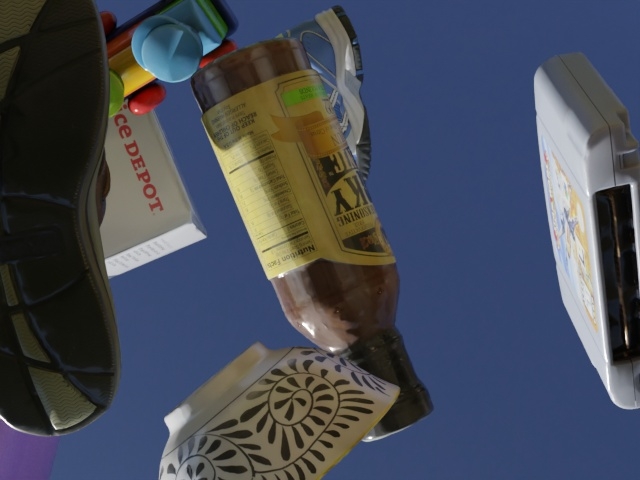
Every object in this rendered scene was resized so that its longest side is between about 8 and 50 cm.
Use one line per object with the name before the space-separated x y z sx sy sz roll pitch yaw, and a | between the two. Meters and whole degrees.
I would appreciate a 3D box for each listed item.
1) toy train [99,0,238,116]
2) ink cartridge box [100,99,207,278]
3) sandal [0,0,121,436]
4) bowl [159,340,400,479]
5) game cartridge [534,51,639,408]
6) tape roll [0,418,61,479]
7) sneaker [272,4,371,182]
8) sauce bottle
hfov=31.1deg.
toy train | -0.201 -0.151 1.084 0.105 0.248 0.143 56 -163 -19
ink cartridge box | -0.311 -0.052 1.280 0.308 0.129 0.223 -23 -99 -1
sandal | -0.188 -0.025 0.740 0.120 0.302 0.086 0 -166 0
bowl | -0.041 0.114 0.695 0.170 0.170 0.080 -39 -90 -31
game cartridge | 0.256 -0.014 1.079 0.062 0.297 0.198 -15 -151 -1
tape roll | -0.355 0.149 0.951 0.275 0.275 0.090 13 -107 -5
sneaker | 0.001 -0.132 1.145 0.081 0.211 0.080 -17 -142 -8
sauce bottle | 0.000 0.000 0.983 0.111 0.111 0.344 -23 -89 -26
